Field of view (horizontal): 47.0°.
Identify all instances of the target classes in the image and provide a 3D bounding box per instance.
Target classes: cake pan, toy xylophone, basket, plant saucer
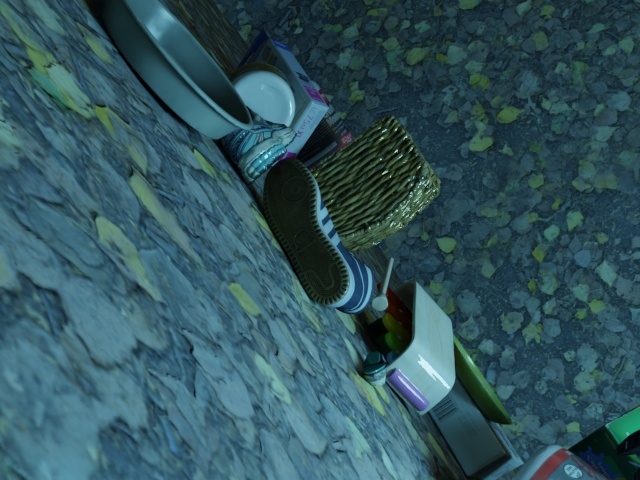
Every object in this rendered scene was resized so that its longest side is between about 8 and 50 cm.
[{"bbox_3d":[-0.217,-0.267,1.102,0.293,0.054,0.293,49,11,-13],"label":"cake pan"},{"bbox_3d":[0.169,0.166,1.406,0.236,0.081,0.323,50,21,-6],"label":"toy xylophone"},{"bbox_3d":[0.119,-0.095,1.661,0.214,0.299,0.223,59,8,22],"label":"basket"},{"bbox_3d":[0.324,0.295,1.565,0.241,0.037,0.241,53,8,-10],"label":"plant saucer"}]

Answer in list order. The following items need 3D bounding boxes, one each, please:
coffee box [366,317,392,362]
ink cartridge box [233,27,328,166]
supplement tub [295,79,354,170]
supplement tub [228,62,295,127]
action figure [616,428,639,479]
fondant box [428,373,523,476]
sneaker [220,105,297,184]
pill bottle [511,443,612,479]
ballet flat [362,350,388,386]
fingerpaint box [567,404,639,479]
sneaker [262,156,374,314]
[{"bbox_3d":[0.155,0.220,1.519,0.113,0.040,0.184,58,8,15],"label":"coffee box"},{"bbox_3d":[-0.108,-0.337,1.721,0.065,0.186,0.311,8,40,-42],"label":"ink cartridge box"},{"bbox_3d":[-0.046,-0.309,1.987,0.272,0.191,0.191,54,7,-13],"label":"supplement tub"},{"bbox_3d":[-0.130,-0.294,1.539,0.144,0.144,0.200,53,8,-20],"label":"supplement tub"},{"bbox_3d":[0.594,0.384,1.097,0.285,0.099,0.185,31,30,-4],"label":"action figure"},{"bbox_3d":[0.330,0.405,1.638,0.238,0.096,0.330,59,9,28],"label":"fondant box"},{"bbox_3d":[-0.120,-0.196,1.321,0.122,0.110,0.283,50,7,-11],"label":"sneaker"},{"bbox_3d":[0.433,0.479,1.050,0.363,0.210,0.210,32,-7,33],"label":"pill bottle"},{"bbox_3d":[0.089,0.207,1.158,0.041,0.041,0.114,55,8,-3],"label":"ballet flat"},{"bbox_3d":[0.544,0.562,1.249,0.163,0.371,0.445,-12,59,-35],"label":"fingerpaint box"},{"bbox_3d":[0.000,0.000,1.236,0.153,0.099,0.282,34,29,-59],"label":"sneaker"}]
